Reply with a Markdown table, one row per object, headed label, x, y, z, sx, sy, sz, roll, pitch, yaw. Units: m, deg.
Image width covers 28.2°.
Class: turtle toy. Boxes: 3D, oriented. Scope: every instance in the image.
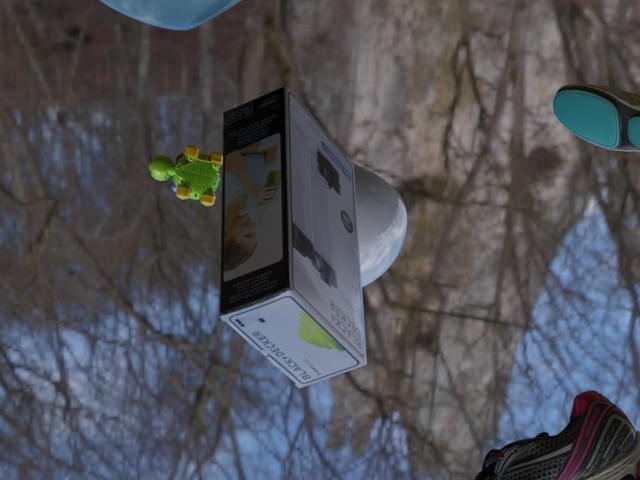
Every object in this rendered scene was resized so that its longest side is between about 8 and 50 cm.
| label | x | y | z | sx | sy | sz | roll | pitch | yaw |
| --- | --- | --- | --- | --- | --- | --- | --- | --- | --- |
| turtle toy | -0.229 | -0.115 | 2.186 | 0.130 | 0.095 | 0.066 | 15 | 174 | -33 |

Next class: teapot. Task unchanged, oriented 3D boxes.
| label | x | y | z | sx | sy | sz | roll | pitch | yaw |
| --- | --- | --- | --- | --- | --- | --- | --- | --- | --- |
| teapot | 0.000 | 0.000 | 1.908 | 0.256 | 0.252 | 0.187 | 28 | -116 | -16 |

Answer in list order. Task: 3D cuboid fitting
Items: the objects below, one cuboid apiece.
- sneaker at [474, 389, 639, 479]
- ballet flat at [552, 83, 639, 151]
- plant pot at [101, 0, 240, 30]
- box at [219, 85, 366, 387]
| label | x | y | z | sx | sy | sz | roll | pitch | yaw |
| --- | --- | --- | --- | --- | --- | --- | --- | --- | --- |
| sneaker | 0.183 | 0.263 | 1.258 | 0.299 | 0.121 | 0.112 | -32 | -98 | -2 |
| ballet flat | 0.285 | -0.106 | 1.143 | 0.052 | 0.057 | 0.168 | -20 | -149 | -34 |
| plant pot | -0.171 | -0.356 | 1.446 | 0.290 | 0.195 | 0.290 | 21 | -157 | -9 |
| box | -0.030 | -0.005 | 1.406 | 0.087 | 0.169 | 0.290 | -20 | -133 | 22 |
